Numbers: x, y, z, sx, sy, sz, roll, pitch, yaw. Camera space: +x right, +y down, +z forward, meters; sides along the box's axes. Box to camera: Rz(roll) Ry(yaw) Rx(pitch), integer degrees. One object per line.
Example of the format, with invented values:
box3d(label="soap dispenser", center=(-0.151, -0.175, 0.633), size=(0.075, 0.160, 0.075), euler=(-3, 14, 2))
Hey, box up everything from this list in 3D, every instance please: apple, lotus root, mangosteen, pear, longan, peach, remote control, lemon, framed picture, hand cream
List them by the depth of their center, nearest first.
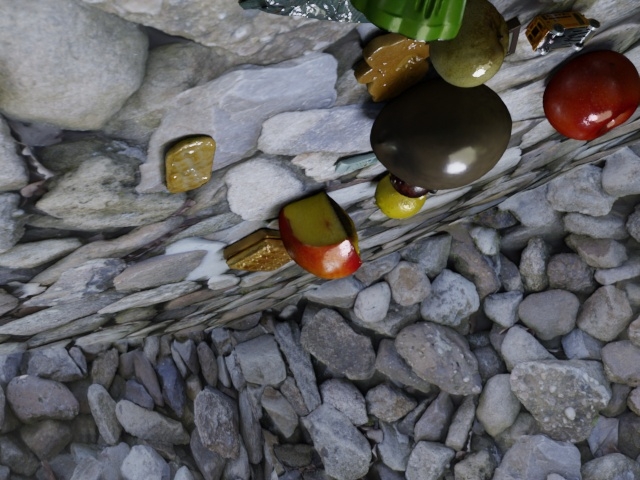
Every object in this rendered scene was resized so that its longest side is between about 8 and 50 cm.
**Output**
box3d(label="lotus root", center=(0.149, -0.407, 0.742), size=(0.186, 0.186, 0.186), euler=(-20, 167, -5))
box3d(label="hand cream", center=(0.001, -0.371, 0.819), size=(0.248, 0.052, 0.075), euler=(-16, 180, -30))
box3d(label="pear", center=(0.290, -0.383, 0.997), size=(0.137, 0.167, 0.167), euler=(-4, 180, 39))
box3d(label="framed picture", center=(0.376, -0.439, 1.201), size=(0.169, 0.023, 0.128), euler=(-24, 166, 10))
box3d(label="longan", center=(0.284, -0.252, 1.242), size=(0.289, 0.288, 0.350), euler=(-9, -172, -41))
box3d(label="apple", center=(0.790, -0.422, 1.497), size=(0.261, 0.216, 0.260), euler=(-21, 164, -7))
box3d(label="remote control", center=(0.121, -0.243, 1.572), size=(0.162, 0.029, 0.061), euler=(-20, 169, -27))
box3d(label="mangosteen", center=(0.315, -0.216, 1.665), size=(0.184, 0.172, 0.172), euler=(10, 153, -25))
box3d(label="peach", center=(0.000, 0.000, 1.786), size=(0.243, 0.306, 0.380), euler=(-27, 172, -4))
box3d(label="lemon", center=(0.287, -0.162, 1.823), size=(0.206, 0.173, 0.174), euler=(2, -176, 38))

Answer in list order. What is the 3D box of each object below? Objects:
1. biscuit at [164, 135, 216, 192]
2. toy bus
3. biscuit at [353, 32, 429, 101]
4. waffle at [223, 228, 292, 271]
box3d(label="biscuit", center=(-0.304, -0.171, 1.201), size=(0.119, 0.029, 0.247), euler=(-17, 166, -20))
box3d(label="toy bus", center=(0.561, -0.486, 1.192), size=(0.162, 0.074, 0.069), euler=(-14, 158, -20))
box3d(label="biscuit", center=(0.161, -0.375, 1.096), size=(0.184, 0.035, 0.249), euler=(-22, 167, 8))
box3d(label="waffle", center=(-0.212, 0.042, 2.041), size=(0.224, 0.098, 0.328), euler=(-29, 166, 21))
